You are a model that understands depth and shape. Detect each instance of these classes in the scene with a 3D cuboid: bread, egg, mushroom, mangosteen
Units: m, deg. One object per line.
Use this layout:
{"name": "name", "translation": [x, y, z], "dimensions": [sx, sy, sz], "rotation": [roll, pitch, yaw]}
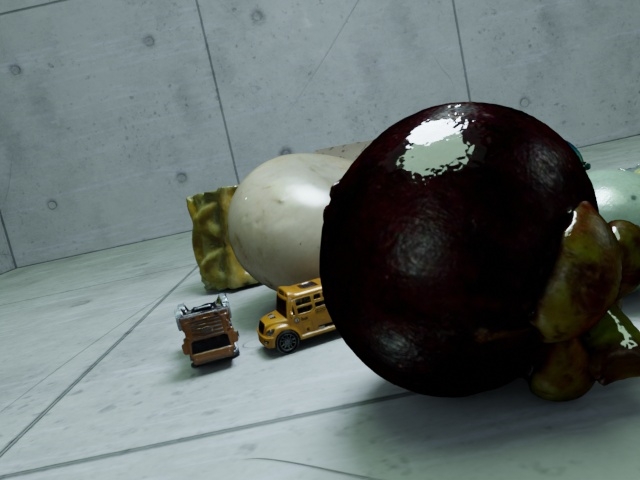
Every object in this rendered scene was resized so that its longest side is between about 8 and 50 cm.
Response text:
{"name": "bread", "translation": [-0.200, -0.017, 1.429], "dimensions": [0.238, 0.252, 0.196], "rotation": [-10, 7, 33]}
{"name": "egg", "translation": [0.395, -0.013, 0.812], "dimensions": [0.168, 0.169, 0.236], "rotation": [-11, 2, 11]}
{"name": "mushroom", "translation": [0.000, 0.000, 1.117], "dimensions": [0.361, 0.295, 0.362], "rotation": [10, 28, -6]}
{"name": "mangosteen", "translation": [0.166, 0.025, 0.591], "dimensions": [0.346, 0.307, 0.306], "rotation": [25, 26, 25]}

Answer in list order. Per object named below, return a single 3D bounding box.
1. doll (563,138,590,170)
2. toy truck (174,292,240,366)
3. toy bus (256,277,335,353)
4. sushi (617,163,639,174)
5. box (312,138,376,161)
{"name": "doll", "translation": [0.557, -0.175, 1.574], "dimensions": [0.321, 0.186, 0.198], "rotation": [-3, -7, 42]}
{"name": "toy truck", "translation": [-0.175, 0.137, 0.923], "dimensions": [0.083, 0.092, 0.192], "rotation": [-13, 0, -11]}
{"name": "toy bus", "translation": [-0.004, 0.102, 0.899], "dimensions": [0.194, 0.088, 0.083], "rotation": [-14, 10, -17]}
{"name": "sushi", "translation": [0.580, -0.067, 1.010], "dimensions": [0.184, 0.140, 0.274], "rotation": [-20, 13, -36]}
{"name": "box", "translation": [0.134, -0.098, 1.366], "dimensions": [0.296, 0.225, 0.191], "rotation": [-6, 40, 26]}
